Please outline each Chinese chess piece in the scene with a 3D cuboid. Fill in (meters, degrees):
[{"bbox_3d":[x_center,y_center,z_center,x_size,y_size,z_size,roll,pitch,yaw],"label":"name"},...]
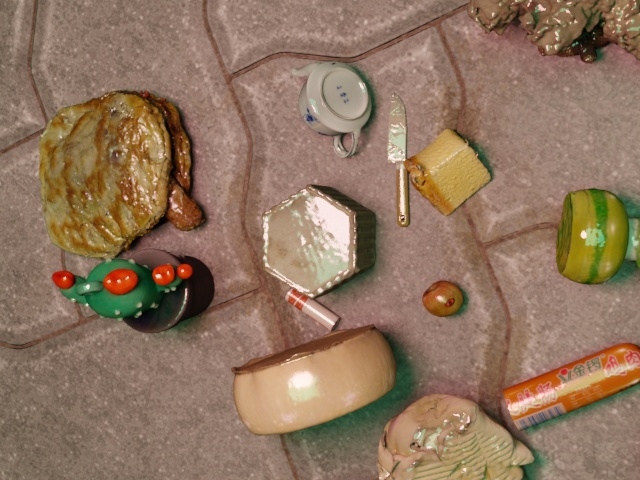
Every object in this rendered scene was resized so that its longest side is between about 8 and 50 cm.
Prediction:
[{"bbox_3d":[-0.013,0.280,1.484,0.338,0.338,0.141,-18,87,15],"label":"Chinese chess piece"}]

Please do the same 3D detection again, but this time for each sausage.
[{"bbox_3d":[0.526,0.284,1.457,0.312,0.093,0.093,-26,84,15],"label":"sausage"}]

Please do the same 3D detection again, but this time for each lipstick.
[{"bbox_3d":[-0.019,0.153,1.639,0.130,0.038,0.038,34,99,13],"label":"lipstick"}]

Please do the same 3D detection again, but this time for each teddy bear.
[{"bbox_3d":[0.508,-0.404,1.468,0.160,0.078,0.119,-5,67,0],"label":"teddy bear"},{"bbox_3d":[0.520,-0.463,1.366,0.367,0.224,0.357,43,76,-1],"label":"teddy bear"}]

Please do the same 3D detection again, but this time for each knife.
[{"bbox_3d":[0.169,-0.179,1.592,0.047,0.017,0.298,-1,91,22],"label":"knife"}]

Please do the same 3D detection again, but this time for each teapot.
[{"bbox_3d":[0.019,-0.291,1.581,0.159,0.159,0.232,-27,93,15],"label":"teapot"}]

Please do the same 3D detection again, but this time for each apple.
[{"bbox_3d":[0.259,0.125,1.537,0.084,0.084,0.071,-36,98,13],"label":"apple"}]

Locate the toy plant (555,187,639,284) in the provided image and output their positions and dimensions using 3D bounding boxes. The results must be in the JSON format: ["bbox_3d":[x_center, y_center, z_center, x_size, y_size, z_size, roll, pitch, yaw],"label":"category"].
[{"bbox_3d":[0.626,0.006,1.391,0.315,0.184,0.224,4,71,7],"label":"toy plant"}]

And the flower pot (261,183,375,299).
[{"bbox_3d":[0.000,0.000,1.554,0.209,0.189,0.239,1,91,15],"label":"flower pot"}]

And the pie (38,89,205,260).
[{"bbox_3d":[-0.501,-0.157,1.706,0.418,0.180,0.395,-13,88,23],"label":"pie"}]

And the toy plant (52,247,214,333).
[{"bbox_3d":[-0.385,0.105,1.556,0.279,0.400,0.185,16,93,16],"label":"toy plant"}]

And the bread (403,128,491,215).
[{"bbox_3d":[0.268,-0.144,1.543,0.147,0.127,0.152,-36,115,12],"label":"bread"}]

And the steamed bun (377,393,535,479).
[{"bbox_3d":[0.256,0.446,1.490,0.280,0.207,0.268,38,93,-19],"label":"steamed bun"}]
